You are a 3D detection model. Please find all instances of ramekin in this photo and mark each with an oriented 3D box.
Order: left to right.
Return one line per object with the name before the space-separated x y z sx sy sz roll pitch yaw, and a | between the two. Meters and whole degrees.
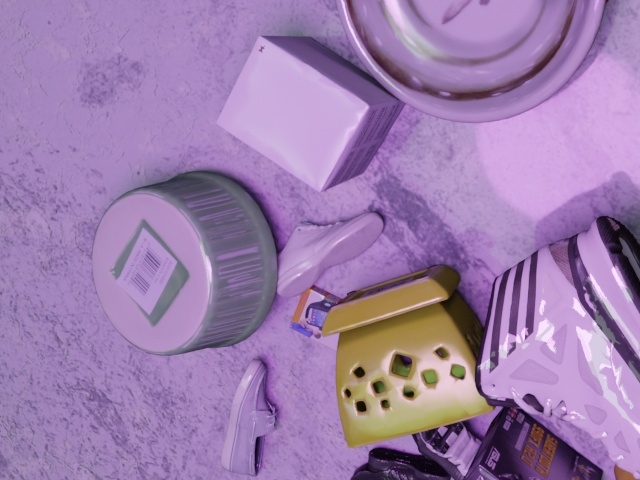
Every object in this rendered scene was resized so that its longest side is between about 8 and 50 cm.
ramekin | -0.233 0.043 1.525 0.303 0.148 0.304 7 102 34

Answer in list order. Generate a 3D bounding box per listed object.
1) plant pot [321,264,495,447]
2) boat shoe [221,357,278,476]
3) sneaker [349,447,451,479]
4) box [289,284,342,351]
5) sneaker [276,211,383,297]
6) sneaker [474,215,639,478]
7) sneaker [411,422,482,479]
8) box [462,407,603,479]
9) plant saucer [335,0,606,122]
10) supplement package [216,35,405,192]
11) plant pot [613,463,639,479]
plant pot | 0.134 0.162 1.404 0.228 0.227 0.207 -19 91 15
boat shoe | -0.113 0.311 1.620 0.081 0.079 0.228 17 113 9
sneaker | 0.131 0.401 1.559 0.170 0.051 0.089 12 112 16
box | 0.023 0.137 1.552 0.136 0.028 0.081 26 108 16
sneaker | 0.000 0.000 1.513 0.212 0.080 0.094 -34 59 16
sneaker | 0.366 0.216 1.218 0.257 0.169 0.448 -28 82 31
sneaker | 0.219 0.342 1.494 0.234 0.106 0.078 47 74 -21
box | 0.317 0.354 1.379 0.183 0.231 0.056 37 115 10
plant saucer | 0.209 -0.369 1.302 0.400 0.100 0.401 15 122 26
supplement package | -0.009 -0.195 1.396 0.194 0.203 0.149 34 111 11
plant pot | 0.493 0.354 1.380 0.095 0.134 0.134 48 117 37
